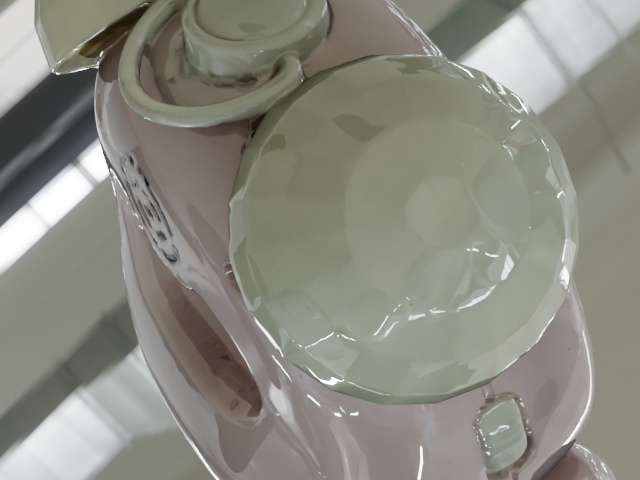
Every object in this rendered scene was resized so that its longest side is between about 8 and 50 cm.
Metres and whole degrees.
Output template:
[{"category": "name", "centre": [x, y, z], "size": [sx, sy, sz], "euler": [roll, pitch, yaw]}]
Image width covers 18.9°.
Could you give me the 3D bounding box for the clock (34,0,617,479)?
[{"category": "clock", "centre": [0.000, 0.000, 0.932], "size": [0.184, 0.326, 0.342], "euler": [-32, -131, -18]}]
